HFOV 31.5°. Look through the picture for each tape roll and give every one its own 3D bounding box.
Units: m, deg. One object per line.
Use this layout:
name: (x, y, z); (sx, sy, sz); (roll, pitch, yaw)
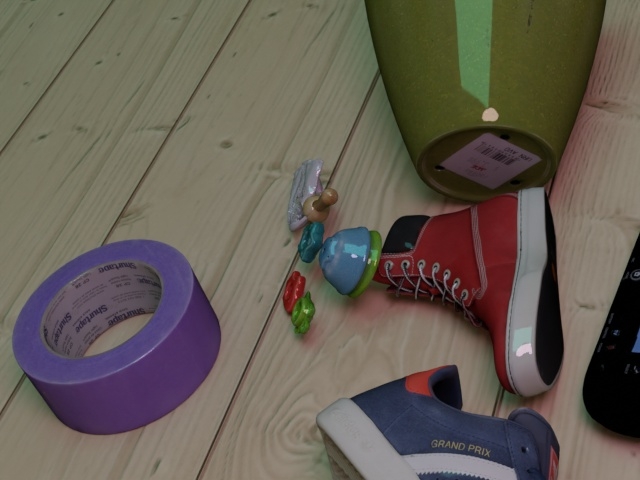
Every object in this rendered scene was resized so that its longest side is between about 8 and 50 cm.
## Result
tape roll: (-0.199, 0.092, 1.117); (0.189, 0.080, 0.189); (-12, 40, 11)

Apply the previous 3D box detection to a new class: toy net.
toy net: (0.000, 0.000, 1.146); (0.045, 0.122, 0.232); (19, 24, -18)

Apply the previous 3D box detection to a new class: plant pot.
plant pot: (0.167, -0.198, 1.159); (0.275, 0.275, 0.293); (-6, 58, 18)

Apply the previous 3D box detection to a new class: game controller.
game controller: (0.333, 0.039, 0.947); (0.166, 0.067, 0.319); (7, 48, 30)

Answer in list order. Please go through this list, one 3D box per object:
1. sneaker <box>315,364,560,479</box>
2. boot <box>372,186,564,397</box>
sneaker: (0.136, 0.207, 0.807); (0.148, 0.131, 0.350); (-26, 44, -15)
boot: (0.122, 0.053, 1.016); (0.176, 0.088, 0.244); (-10, 35, 16)
